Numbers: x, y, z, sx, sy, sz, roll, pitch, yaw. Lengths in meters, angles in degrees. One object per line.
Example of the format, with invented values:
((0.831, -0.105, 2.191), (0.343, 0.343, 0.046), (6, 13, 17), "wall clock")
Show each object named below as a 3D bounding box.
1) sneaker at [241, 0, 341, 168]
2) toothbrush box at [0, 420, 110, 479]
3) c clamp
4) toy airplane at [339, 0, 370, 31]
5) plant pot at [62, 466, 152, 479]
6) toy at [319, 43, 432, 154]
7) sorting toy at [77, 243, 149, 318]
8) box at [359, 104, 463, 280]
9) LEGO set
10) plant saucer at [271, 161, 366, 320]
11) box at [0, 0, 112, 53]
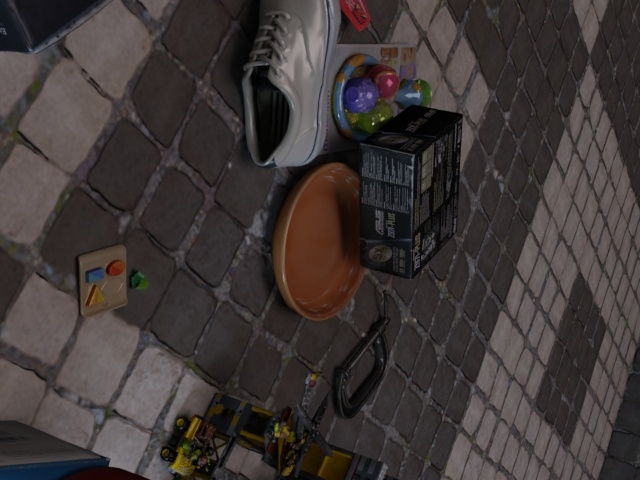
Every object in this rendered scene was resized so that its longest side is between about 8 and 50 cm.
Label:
((-0.037, -0.199, 0.957), (0.091, 0.094, 0.258), (-30, 123, -54), "sneaker")
((-0.306, 0.296, 0.669), (0.216, 0.126, 0.295), (14, 86, -58), "toothbrush box")
((0.061, 0.170, 1.268), (0.160, 0.022, 0.137), (-51, 142, -37), "c clamp")
((0.010, -0.292, 1.059), (0.151, 0.028, 0.151), (-17, 112, -51), "toy airplane")
((-0.129, 0.284, 0.669), (0.191, 0.174, 0.191), (-25, 119, -56), "plant pot")
((0.077, -0.187, 1.161), (0.237, 0.056, 0.136), (-17, 112, -53), "toy")
((-0.197, 0.036, 0.859), (0.083, 0.012, 0.062), (-20, 115, -52), "sorting toy")
((0.118, -0.064, 1.155), (0.147, 0.078, 0.180), (-42, 138, -47), "box")
((-0.026, 0.320, 1.024), (0.255, 0.192, 0.331), (-60, 141, -26), "LEGO set")
((0.000, 0.000, 1.116), (0.200, 0.037, 0.199), (-20, 115, -53), "plant saucer")
((-0.247, -0.238, 0.590), (0.108, 0.153, 0.207), (-52, 138, -35), "box")
